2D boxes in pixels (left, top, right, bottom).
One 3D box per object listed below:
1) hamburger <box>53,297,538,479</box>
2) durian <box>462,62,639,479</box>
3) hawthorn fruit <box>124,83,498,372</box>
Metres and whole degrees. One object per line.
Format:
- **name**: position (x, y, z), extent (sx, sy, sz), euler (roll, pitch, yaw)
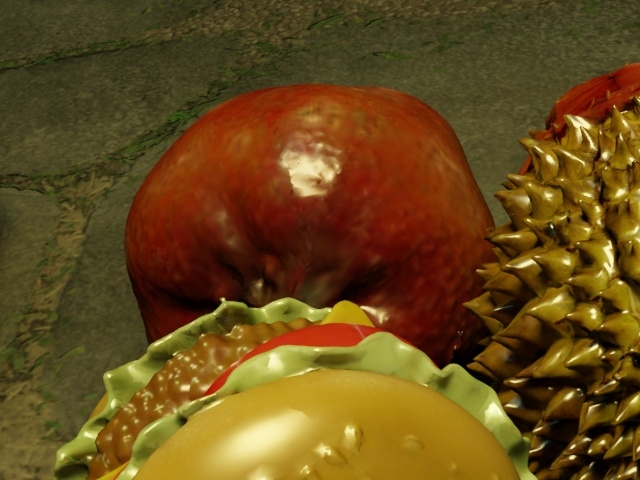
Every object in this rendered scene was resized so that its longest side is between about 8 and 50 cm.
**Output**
- **hamburger**: position (-0.008, 0.171, 0.644), extent (0.274, 0.275, 0.212), euler (-23, 15, -16)
- **durian**: position (0.263, 0.046, 0.729), extent (0.347, 0.348, 0.384), euler (1, 27, 17)
- **hawthorn fruit**: position (-0.011, 0.003, 0.912), extent (0.295, 0.295, 0.311), euler (-17, 34, -8)
